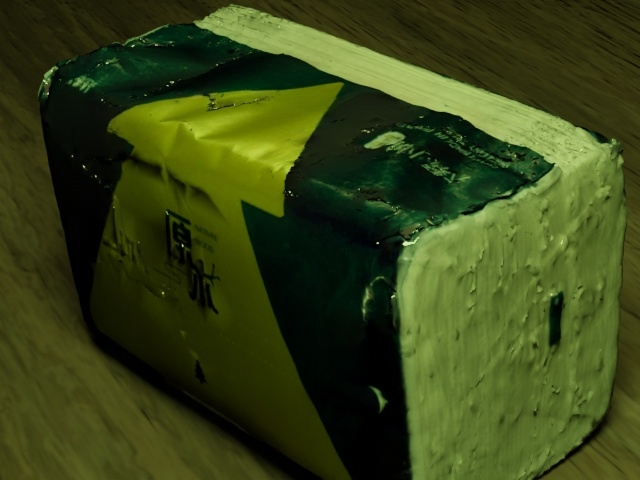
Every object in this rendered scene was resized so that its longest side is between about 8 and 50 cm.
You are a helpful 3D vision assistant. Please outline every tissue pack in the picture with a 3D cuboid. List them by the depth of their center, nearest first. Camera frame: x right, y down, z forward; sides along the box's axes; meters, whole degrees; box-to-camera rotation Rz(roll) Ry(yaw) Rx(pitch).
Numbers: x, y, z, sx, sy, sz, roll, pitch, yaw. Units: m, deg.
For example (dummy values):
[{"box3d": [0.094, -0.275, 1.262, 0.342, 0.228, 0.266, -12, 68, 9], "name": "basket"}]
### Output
[{"box3d": [0.000, 0.000, 1.209, 0.253, 0.264, 0.416, -27, 38, -34], "name": "tissue pack"}]
